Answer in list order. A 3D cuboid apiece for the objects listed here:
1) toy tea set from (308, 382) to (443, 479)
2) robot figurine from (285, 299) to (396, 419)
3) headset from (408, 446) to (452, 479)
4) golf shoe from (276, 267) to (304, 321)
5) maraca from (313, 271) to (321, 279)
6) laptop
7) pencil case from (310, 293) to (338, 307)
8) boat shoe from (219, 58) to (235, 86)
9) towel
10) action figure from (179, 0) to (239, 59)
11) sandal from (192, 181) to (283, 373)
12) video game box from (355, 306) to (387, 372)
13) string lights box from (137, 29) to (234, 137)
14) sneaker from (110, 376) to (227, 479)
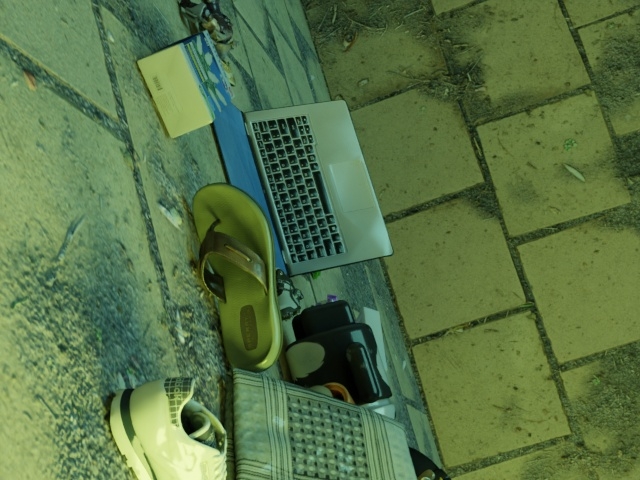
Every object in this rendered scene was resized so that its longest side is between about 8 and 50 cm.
[{"bbox_3d":[0.041,0.358,1.498,0.336,0.200,0.124,44,-4,43],"label":"toy tea set"},{"bbox_3d":[0.038,0.255,1.779,0.209,0.174,0.278,18,53,-69],"label":"robot figurine"},{"bbox_3d":[0.193,0.527,1.591,0.394,0.185,0.243,46,-34,32],"label":"headset"},{"bbox_3d":[-0.084,0.101,1.734,0.093,0.077,0.198,59,4,-8],"label":"golf shoe"},{"bbox_3d":[0.000,0.000,2.327,0.127,0.099,0.185,-31,128,-75],"label":"maraca"},{"bbox_3d":[-0.037,-0.141,1.989,0.236,0.408,0.381,-41,-117,63],"label":"laptop"},{"bbox_3d":[0.025,0.204,2.070,0.206,0.086,0.088,-96,-161,-59],"label":"pencil case"},{"bbox_3d":[-0.199,-0.341,1.934,0.135,0.050,0.045,18,85,-79],"label":"boat shoe"},{"bbox_3d":[0.011,0.333,1.322,0.312,0.056,0.324,23,35,-24],"label":"towel"},{"bbox_3d":[-0.230,-0.492,1.962,0.185,0.099,0.284,-51,134,-87],"label":"action figure"},{"bbox_3d":[-0.128,0.048,1.441,0.086,0.120,0.302,19,52,-61],"label":"sandal"},{"bbox_3d":[0.079,0.274,2.049,0.205,0.048,0.187,-93,-154,-58],"label":"video game box"},{"bbox_3d":[-0.220,-0.268,1.618,0.259,0.077,0.133,-80,148,-72],"label":"string lights box"},{"bbox_3d":[-0.137,0.246,1.036,0.090,0.095,0.235,-97,167,-58],"label":"sneaker"}]
